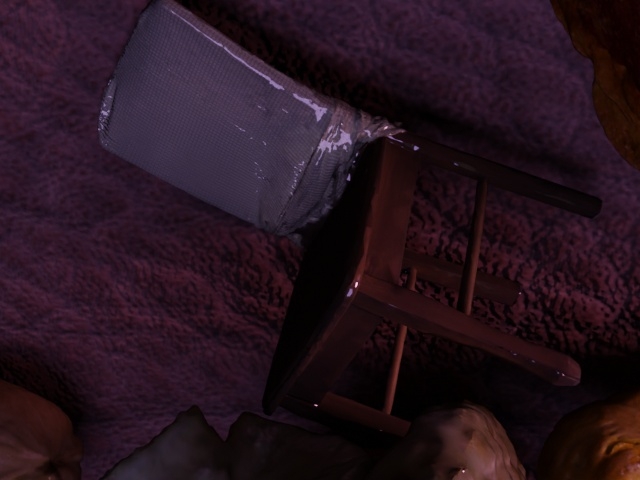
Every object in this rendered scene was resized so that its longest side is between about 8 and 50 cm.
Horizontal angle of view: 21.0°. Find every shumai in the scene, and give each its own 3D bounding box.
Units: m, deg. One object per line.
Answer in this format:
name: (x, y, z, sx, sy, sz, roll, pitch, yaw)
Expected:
shumai: (-0.001, 0.256, 1.012, 0.288, 0.292, 0.330, -12, 102, 7)

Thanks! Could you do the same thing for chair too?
chair: (0.000, 0.000, 1.093, 0.319, 0.186, 0.160, 22, 142, -10)

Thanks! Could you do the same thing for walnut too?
walnut: (-0.257, 0.178, 1.316, 0.166, 0.149, 0.166, 13, 112, 35)

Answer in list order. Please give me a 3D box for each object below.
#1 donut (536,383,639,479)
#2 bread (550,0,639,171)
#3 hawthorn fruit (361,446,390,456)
donut: (0.276, 0.177, 1.123, 0.261, 0.208, 0.128, -16, 129, -16)
bread: (0.220, -0.149, 0.915, 0.232, 0.135, 0.246, 23, 127, 45)
hawthorn fruit: (0.058, 0.280, 1.261, 0.258, 0.261, 0.258, -4, 135, -4)
